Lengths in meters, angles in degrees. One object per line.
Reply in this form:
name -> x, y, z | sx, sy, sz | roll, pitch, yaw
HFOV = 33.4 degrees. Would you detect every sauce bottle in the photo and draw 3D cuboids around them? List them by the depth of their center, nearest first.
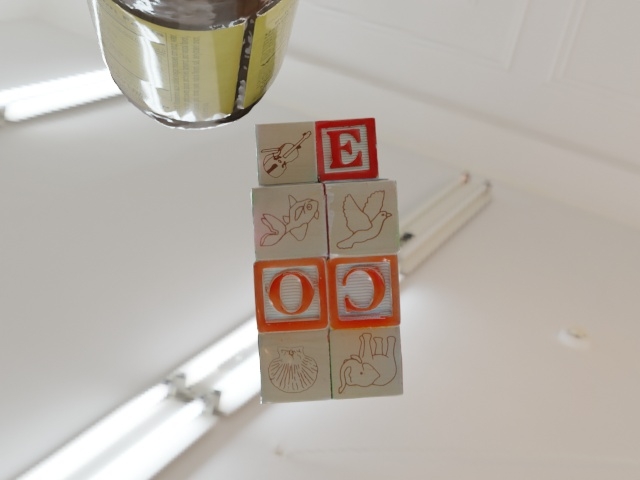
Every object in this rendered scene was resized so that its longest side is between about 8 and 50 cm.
sauce bottle -> -0.054, -0.140, 0.472 | 0.111, 0.111, 0.344 | 11, 169, -6

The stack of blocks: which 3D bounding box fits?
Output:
stack of blocks -> 0.000, 0.000, 0.760 | 0.087, 0.171, 0.297 | -3, -176, -1
